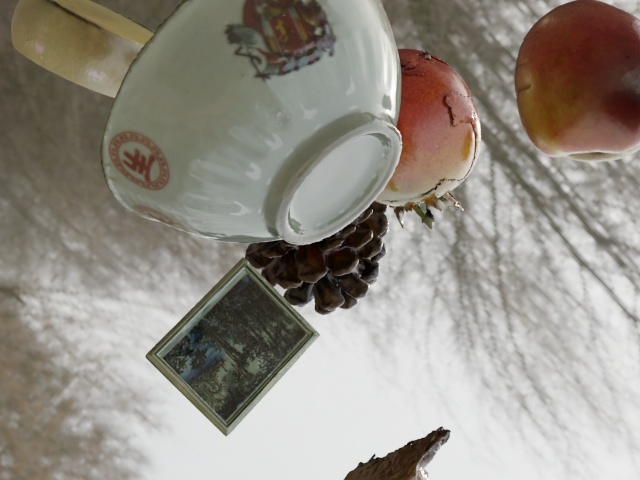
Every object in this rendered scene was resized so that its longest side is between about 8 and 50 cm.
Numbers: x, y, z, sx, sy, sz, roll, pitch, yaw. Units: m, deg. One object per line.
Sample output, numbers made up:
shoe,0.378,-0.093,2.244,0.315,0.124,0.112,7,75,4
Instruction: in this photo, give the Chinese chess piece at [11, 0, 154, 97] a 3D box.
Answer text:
Chinese chess piece,-0.341,-0.294,1.838,0.097,0.251,0.251,-64,-170,12

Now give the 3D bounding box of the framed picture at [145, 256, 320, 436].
framed picture,-0.105,0.129,1.508,0.183,0.142,0.011,-46,-177,-25

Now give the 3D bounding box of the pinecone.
pinecone,-0.002,0.002,1.909,0.246,0.292,0.246,-8,-131,10

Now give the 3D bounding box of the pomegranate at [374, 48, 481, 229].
pomegranate,0.111,-0.133,1.585,0.210,0.235,0.210,-17,-161,6

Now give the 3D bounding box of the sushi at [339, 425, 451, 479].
sushi,0.081,0.366,1.664,0.140,0.149,0.287,-21,127,-54

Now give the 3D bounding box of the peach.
peach,0.458,-0.272,2.031,0.249,0.274,0.245,-3,175,-38

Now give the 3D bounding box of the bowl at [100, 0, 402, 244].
bowl,-0.027,-0.099,1.169,0.337,0.157,0.337,-33,152,-20
